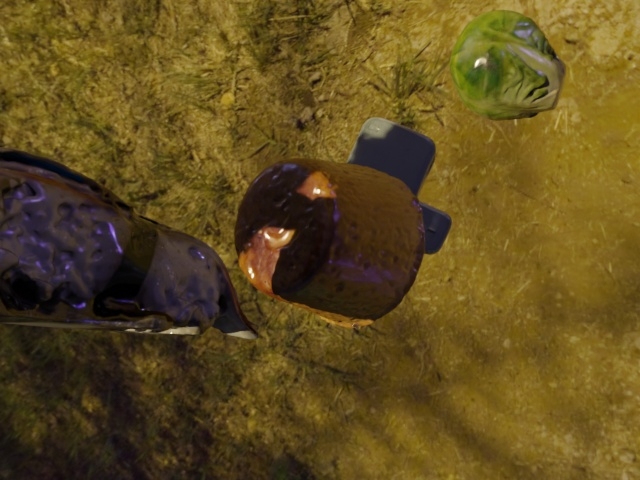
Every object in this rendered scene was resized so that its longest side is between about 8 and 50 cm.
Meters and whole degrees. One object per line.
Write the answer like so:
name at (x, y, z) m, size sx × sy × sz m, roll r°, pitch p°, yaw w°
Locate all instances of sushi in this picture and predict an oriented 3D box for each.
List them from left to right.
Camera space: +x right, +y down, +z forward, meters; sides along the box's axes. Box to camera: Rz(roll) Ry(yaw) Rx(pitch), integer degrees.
sushi at (-0.153, 0.011, 0.364) m, size 0.134 × 0.272 × 0.109 m, roll -11°, pitch 71°, yaw 52°

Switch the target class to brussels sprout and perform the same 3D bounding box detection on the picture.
brussels sprout at (0.433, -0.389, 1.162) m, size 0.271 × 0.210 × 0.220 m, roll 26°, pitch 94°, yaw 10°

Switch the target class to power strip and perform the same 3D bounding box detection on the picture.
power strip at (0.111, -0.044, 0.801) m, size 0.193 × 0.059 × 0.265 m, roll 25°, pitch 93°, yaw 11°

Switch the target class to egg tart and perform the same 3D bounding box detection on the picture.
egg tart at (0.000, 0.000, 0.571) m, size 0.202 × 0.147 × 0.203 m, roll -6°, pitch 80°, yaw 38°
